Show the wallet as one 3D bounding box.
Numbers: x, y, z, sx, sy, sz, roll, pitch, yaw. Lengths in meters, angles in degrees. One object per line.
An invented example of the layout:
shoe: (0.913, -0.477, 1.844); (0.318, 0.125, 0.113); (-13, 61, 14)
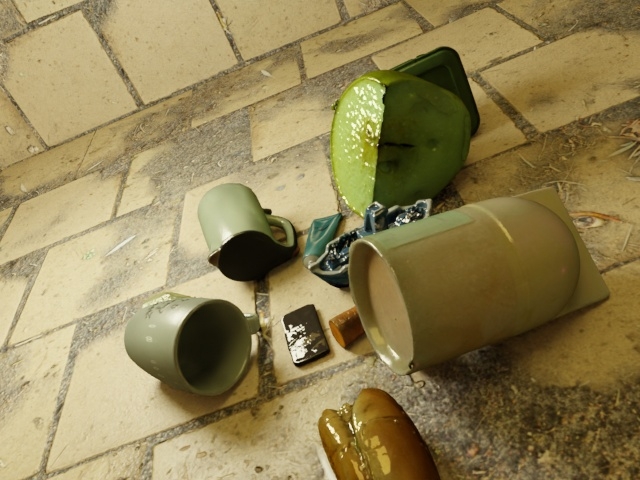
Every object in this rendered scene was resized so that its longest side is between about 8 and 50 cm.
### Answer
wallet: (-0.033, 0.192, 1.302); (0.082, 0.018, 0.156); (-24, 34, 2)

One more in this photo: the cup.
cup: (-0.257, 0.199, 1.328); (0.234, 0.186, 0.258); (0, 10, 45)

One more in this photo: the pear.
pear: (0.202, -0.237, 1.507); (0.318, 0.342, 0.238); (-9, 30, -27)

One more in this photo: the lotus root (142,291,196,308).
lotus root: (-0.352, 0.169, 1.493); (0.144, 0.070, 0.143); (-24, 34, 1)

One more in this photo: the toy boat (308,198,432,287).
toy boat: (0.112, -0.005, 1.369); (0.309, 0.142, 0.129); (-29, 35, -8)

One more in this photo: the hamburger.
hamburger: (0.087, 0.319, 0.923); (0.144, 0.156, 0.283); (-26, 31, -2)

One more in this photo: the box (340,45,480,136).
box: (0.220, -0.345, 1.686); (0.329, 0.252, 0.178); (-26, 24, -3)

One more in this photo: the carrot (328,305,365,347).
carrot: (0.116, 0.132, 1.262); (0.210, 0.061, 0.061); (-30, 33, -16)

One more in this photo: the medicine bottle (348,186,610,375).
medicine bottle: (0.275, 0.053, 1.075); (0.406, 0.235, 0.235); (-16, 30, -17)

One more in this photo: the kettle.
kettle: (-0.177, -0.021, 1.580); (0.241, 0.165, 0.255); (-3, 29, -19)

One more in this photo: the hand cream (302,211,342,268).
hand cream: (0.000, 0.000, 1.532); (0.083, 0.048, 0.224); (-15, 29, 20)
